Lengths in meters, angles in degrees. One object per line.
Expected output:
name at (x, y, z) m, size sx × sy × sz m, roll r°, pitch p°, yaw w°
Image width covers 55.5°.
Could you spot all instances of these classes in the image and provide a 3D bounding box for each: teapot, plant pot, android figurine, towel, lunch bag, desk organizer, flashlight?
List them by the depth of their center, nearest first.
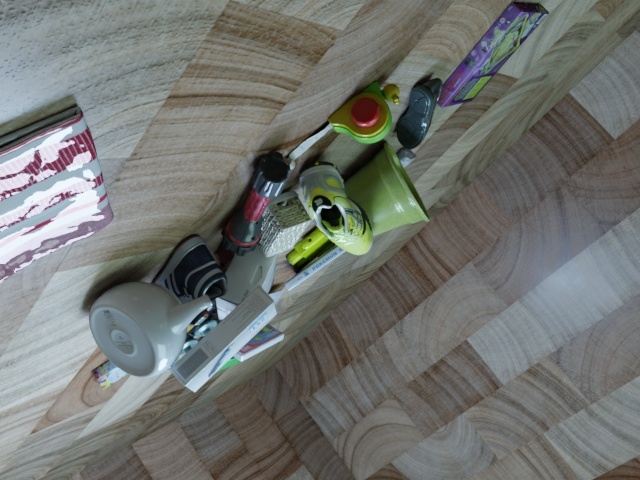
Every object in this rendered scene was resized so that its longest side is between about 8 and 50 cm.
towel at (-0.452, -0.057, 0.957) m, size 0.237 × 0.037 × 0.329 m, roll -33°, pitch 165°, yaw -23°
teapot at (-0.419, 0.194, 1.477) m, size 0.187 × 0.255 × 0.253 m, roll -45°, pitch 163°, yaw -50°
flashlight at (-0.161, -0.078, 1.486) m, size 0.103 × 0.103 × 0.304 m, roll -24°, pitch 162°, yaw -35°
desk organizer at (-0.239, 0.011, 1.676) m, size 0.047 × 0.050 × 0.130 m, roll -25°, pitch 161°, yaw -42°
plant pot at (0.165, -0.123, 1.900) m, size 0.253 × 0.276 × 0.276 m, roll -30°, pitch 168°, yaw 14°
lunch bag at (0.277, -0.274, 2.060) m, size 0.071 × 0.053 × 0.083 m, roll -45°, pitch 175°, yaw 33°
android figurine at (0.000, 0.000, 2.239) m, size 0.272 × 0.056 × 0.248 m, roll -37°, pitch 166°, yaw 2°

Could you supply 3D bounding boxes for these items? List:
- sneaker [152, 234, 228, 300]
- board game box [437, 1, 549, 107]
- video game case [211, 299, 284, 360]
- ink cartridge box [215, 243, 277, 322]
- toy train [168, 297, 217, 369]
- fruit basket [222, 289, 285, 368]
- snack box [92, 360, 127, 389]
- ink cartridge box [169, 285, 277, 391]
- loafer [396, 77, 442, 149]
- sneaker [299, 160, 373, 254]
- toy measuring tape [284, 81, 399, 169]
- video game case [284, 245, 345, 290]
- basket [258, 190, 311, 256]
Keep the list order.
sneaker at (-0.339, 0.127, 1.573) m, size 0.099 × 0.153 × 0.282 m, roll -27°, pitch 162°, yaw -46°
board game box at (0.495, -0.538, 1.778) m, size 0.208 × 0.056 × 0.347 m, roll -28°, pitch 164°, yaw -49°
video game case at (-0.288, 0.277, 1.962) m, size 0.204 × 0.285 × 0.025 m, roll -20°, pitch 130°, yaw -52°
ink cartridge box at (-0.220, 0.140, 1.832) m, size 0.283 × 0.117 × 0.207 m, roll 106°, pitch 6°, yaw -66°
toy train at (-0.460, 0.280, 1.826) m, size 0.334 × 0.142 × 0.190 m, roll -42°, pitch 156°, yaw 13°
fruit basket at (-0.318, 0.338, 2.405) m, size 0.353 × 0.165 × 0.327 m, roll -59°, pitch 160°, yaw 17°
snack box at (-0.665, 0.419, 1.936) m, size 0.100 × 0.037 × 0.141 m, roll -33°, pitch 165°, yaw -24°
ink cartridge box at (-0.240, 0.269, 1.593) m, size 0.296 × 0.066 × 0.261 m, roll -43°, pitch 167°, yaw -15°
loafer at (0.292, -0.360, 1.748) m, size 0.084 × 0.096 × 0.268 m, roll -39°, pitch 165°, yaw -20°
sneaker at (0.043, -0.051, 1.702) m, size 0.145 × 0.147 × 0.385 m, roll -18°, pitch 142°, yaw 19°
toy measuring tape at (0.067, -0.253, 1.468) m, size 0.330 × 0.121 × 0.121 m, roll -39°, pitch 166°, yaw 5°
video game case at (0.010, 0.077, 2.363) m, size 0.299 × 0.036 × 0.329 m, roll -36°, pitch 180°, yaw 6°
basket at (-0.114, -0.043, 1.688) m, size 0.113 × 0.103 × 0.167 m, roll -21°, pitch 159°, yaw -35°
